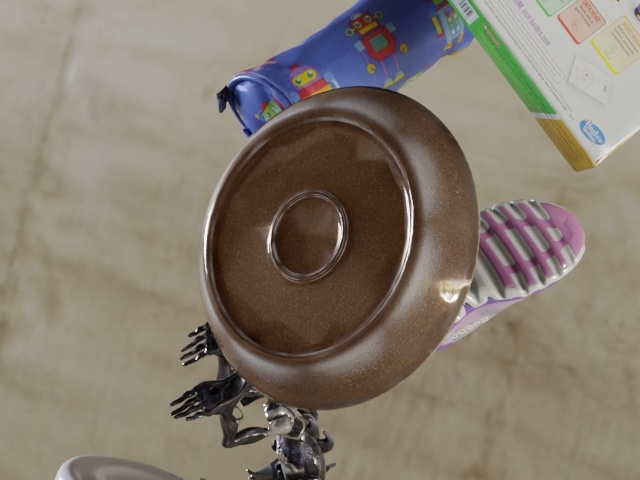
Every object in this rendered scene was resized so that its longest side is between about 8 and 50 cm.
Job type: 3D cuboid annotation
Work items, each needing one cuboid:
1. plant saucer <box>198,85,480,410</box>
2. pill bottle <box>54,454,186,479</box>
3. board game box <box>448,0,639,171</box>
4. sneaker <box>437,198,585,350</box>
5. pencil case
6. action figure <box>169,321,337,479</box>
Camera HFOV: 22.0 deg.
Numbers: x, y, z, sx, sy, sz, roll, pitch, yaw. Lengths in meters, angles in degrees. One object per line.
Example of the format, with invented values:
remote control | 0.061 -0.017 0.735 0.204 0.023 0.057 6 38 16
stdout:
plant saucer | 0.000 0.000 1.519 0.311 0.310 0.050 18 178 37
pill bottle | -0.209 0.357 1.526 0.160 0.283 0.160 20 -172 -3
board game box | 0.308 -0.255 1.605 0.242 0.316 0.064 54 172 -2
sneaker | 0.145 0.043 1.583 0.095 0.236 0.104 64 -173 22
pencil case | 0.035 -0.192 1.781 0.119 0.306 0.133 51 150 3
action figure | -0.071 0.197 1.693 0.141 0.164 0.275 -15 139 13
